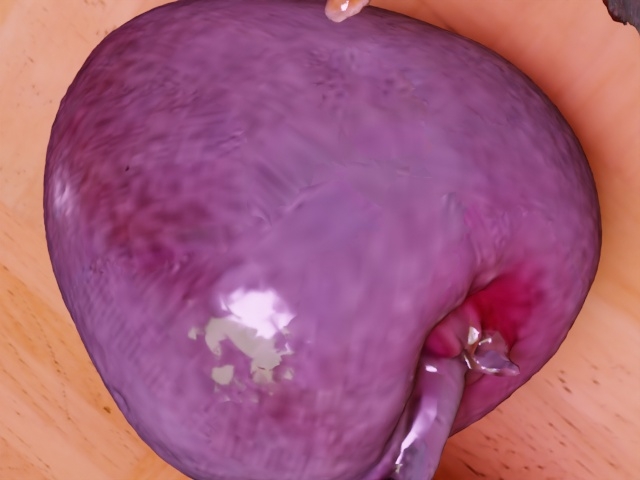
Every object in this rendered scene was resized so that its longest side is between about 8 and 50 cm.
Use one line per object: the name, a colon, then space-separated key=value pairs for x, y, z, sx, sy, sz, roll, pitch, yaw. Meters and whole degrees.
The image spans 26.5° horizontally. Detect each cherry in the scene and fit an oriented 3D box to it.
cherry: x=0.000 y=0.000 z=0.545 sx=0.266 sy=0.213 sz=0.183 roll=50 pitch=142 yaw=22

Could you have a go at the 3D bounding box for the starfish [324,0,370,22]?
starfish: x=-0.140 y=-0.204 z=0.493 sx=0.301 sy=0.084 sz=0.293 roll=46 pitch=167 yaw=-29

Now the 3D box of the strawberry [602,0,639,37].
strawberry: x=0.221 y=-0.103 z=0.464 sx=0.228 sy=0.098 sz=0.174 roll=-35 pitch=81 yaw=22
